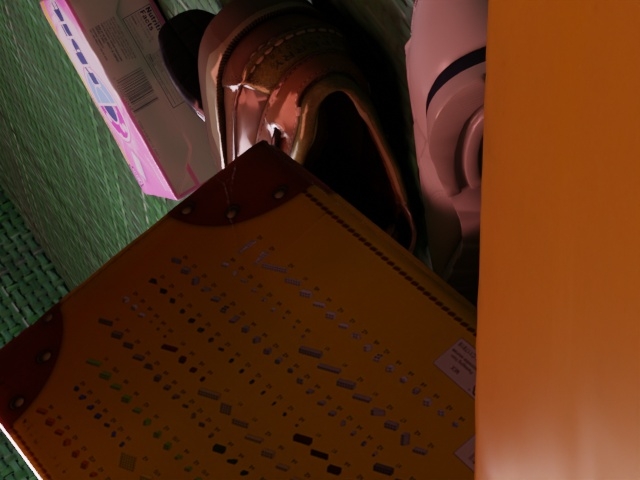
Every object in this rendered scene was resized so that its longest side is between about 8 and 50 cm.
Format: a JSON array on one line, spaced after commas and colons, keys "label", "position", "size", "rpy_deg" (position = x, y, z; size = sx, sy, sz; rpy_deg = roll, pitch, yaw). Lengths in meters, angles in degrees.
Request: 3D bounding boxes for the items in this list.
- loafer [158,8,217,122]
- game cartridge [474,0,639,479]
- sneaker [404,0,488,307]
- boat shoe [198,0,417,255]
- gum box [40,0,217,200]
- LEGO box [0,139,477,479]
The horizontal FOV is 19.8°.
[{"label": "loafer", "position": [-0.050, -0.084, 1.201], "size": [0.170, 0.062, 0.061], "rpy_deg": [52, 170, 30]}, {"label": "game cartridge", "position": [0.113, -0.025, 0.449], "size": [0.285, 0.053, 0.323], "rpy_deg": [-172, 83, -73]}, {"label": "sneaker", "position": [0.082, -0.039, 0.830], "size": [0.235, 0.090, 0.094], "rpy_deg": [81, 172, -57]}, {"label": "boat shoe", "position": [0.000, 0.000, 1.096], "size": [0.104, 0.111, 0.307], "rpy_deg": [47, 162, 43]}, {"label": "gum box", "position": [-0.144, -0.128, 1.423], "size": [0.188, 0.062, 0.107], "rpy_deg": [62, 166, -13]}, {"label": "LEGO box", "position": [0.099, 0.230, 0.808], "size": [0.500, 0.193, 0.372], "rpy_deg": [41, 167, 49]}]
